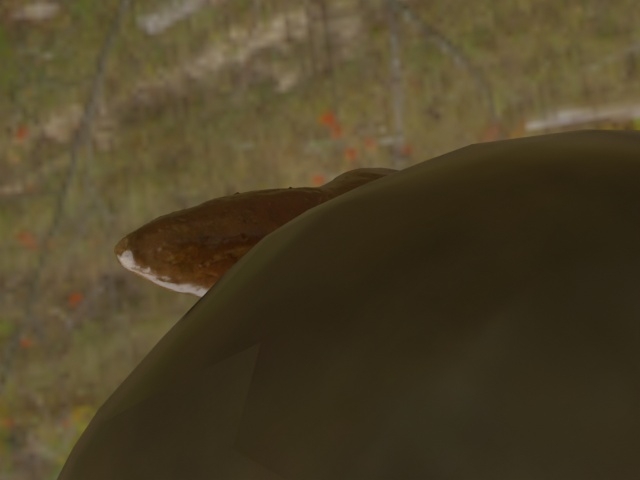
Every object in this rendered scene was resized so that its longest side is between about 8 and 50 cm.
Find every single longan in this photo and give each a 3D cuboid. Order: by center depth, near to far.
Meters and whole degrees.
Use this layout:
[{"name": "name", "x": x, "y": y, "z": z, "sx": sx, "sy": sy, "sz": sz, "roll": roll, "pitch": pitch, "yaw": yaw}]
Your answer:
[{"name": "longan", "x": 0.095, "y": 0.141, "z": 0.671, "sx": 0.404, "sy": 0.336, "sz": 0.404, "roll": -4, "pitch": 151, "yaw": -2}]

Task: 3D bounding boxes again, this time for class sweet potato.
[{"name": "sweet potato", "x": -0.002, "y": 0.000, "z": 0.830, "sx": 0.202, "sy": 0.058, "sz": 0.055, "roll": -10, "pitch": 179, "yaw": -43}]
